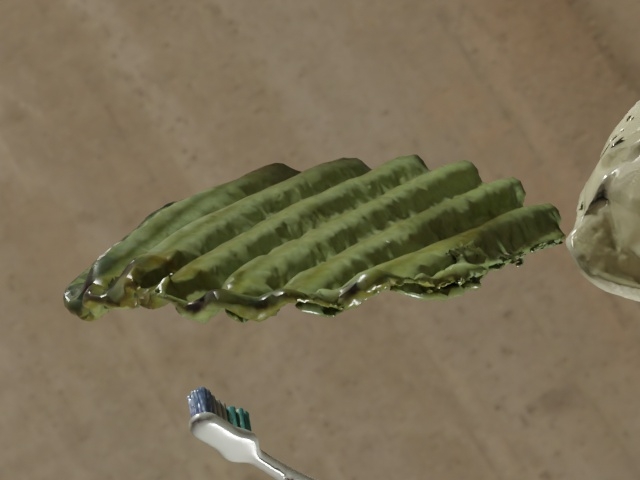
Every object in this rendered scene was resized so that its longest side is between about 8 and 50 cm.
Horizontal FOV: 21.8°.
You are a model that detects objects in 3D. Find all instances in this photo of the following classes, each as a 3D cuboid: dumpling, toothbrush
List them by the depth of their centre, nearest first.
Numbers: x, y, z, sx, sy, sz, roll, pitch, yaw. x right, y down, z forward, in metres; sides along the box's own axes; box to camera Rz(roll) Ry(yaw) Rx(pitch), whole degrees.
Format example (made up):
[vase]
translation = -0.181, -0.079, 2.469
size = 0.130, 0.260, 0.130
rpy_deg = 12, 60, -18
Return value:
[toothbrush]
translation = 0.030, 0.164, 0.985
size = 0.304, 0.030, 0.030
rpy_deg = 37, -177, -35
[dumpling]
translation = 0.377, -0.039, 1.543
size = 0.243, 0.318, 0.187
rpy_deg = 38, 166, 6

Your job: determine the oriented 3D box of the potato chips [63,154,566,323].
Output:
[potato chips]
translation = 0.000, 0.000, 1.390
size = 0.359, 0.429, 0.070
rpy_deg = 5, 108, 32
